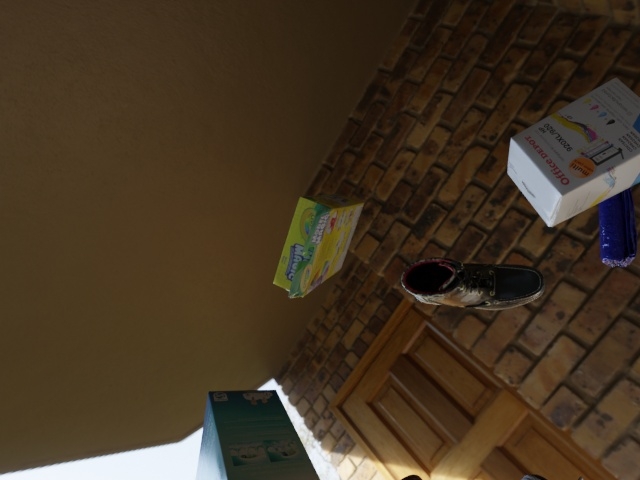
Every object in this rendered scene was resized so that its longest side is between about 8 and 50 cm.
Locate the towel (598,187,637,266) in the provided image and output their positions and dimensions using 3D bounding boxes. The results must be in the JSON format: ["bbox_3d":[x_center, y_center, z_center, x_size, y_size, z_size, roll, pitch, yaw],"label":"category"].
[{"bbox_3d":[0.765,-0.089,1.086,0.228,0.076,0.307,8,-98,-51],"label":"towel"}]

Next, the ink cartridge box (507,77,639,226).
[{"bbox_3d":[0.545,-0.175,0.889,0.233,0.171,0.168,-30,-28,8],"label":"ink cartridge box"}]

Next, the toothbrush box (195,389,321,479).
[{"bbox_3d":[-0.098,0.386,0.608,0.126,0.295,0.216,6,-80,-23],"label":"toothbrush box"}]

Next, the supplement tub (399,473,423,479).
[{"bbox_3d":[0.159,0.426,0.561,0.106,0.198,0.106,-24,-46,-26],"label":"supplement tub"}]

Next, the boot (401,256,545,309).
[{"bbox_3d":[0.265,0.075,0.739,0.179,0.237,0.085,27,-119,-64],"label":"boot"}]

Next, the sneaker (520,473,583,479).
[{"bbox_3d":[0.504,0.516,0.844,0.153,0.099,0.282,-44,-72,-21],"label":"sneaker"}]

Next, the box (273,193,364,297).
[{"bbox_3d":[0.000,0.000,0.505,0.179,0.043,0.105,-25,-45,-73],"label":"box"}]
